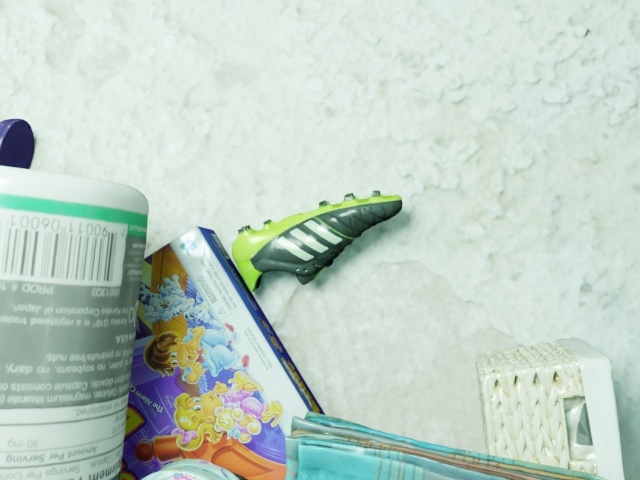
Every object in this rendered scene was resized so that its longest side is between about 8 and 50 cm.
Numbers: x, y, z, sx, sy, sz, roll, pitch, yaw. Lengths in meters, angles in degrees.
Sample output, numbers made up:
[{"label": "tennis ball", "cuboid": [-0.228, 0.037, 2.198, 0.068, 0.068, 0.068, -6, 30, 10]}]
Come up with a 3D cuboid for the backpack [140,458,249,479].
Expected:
[{"label": "backpack", "cuboid": [-0.114, 0.280, 0.634, 0.151, 0.115, 0.182, 8, 89, 5]}]

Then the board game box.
[{"label": "board game box", "cuboid": [-0.121, 0.194, 0.736, 0.233, 0.078, 0.347, -32, 86, 2]}]

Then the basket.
[{"label": "basket", "cuboid": [0.196, 0.152, 0.672, 0.103, 0.167, 0.113, -6, 87, 9]}]

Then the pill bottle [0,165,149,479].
[{"label": "pill bottle", "cuboid": [-0.258, 0.126, 0.607, 0.204, 0.204, 0.361, 6, 88, 5]}]

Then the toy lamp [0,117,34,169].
[{"label": "toy lamp", "cuboid": [-0.440, -0.123, 0.776, 0.274, 0.080, 0.080, 12, 88, 5]}]

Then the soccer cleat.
[{"label": "soccer cleat", "cuboid": [0.000, 0.000, 0.751, 0.178, 0.060, 0.072, -17, 96, 10]}]

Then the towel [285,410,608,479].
[{"label": "towel", "cuboid": [0.089, 0.341, 0.634, 0.271, 0.040, 0.370, 9, 106, 14]}]
